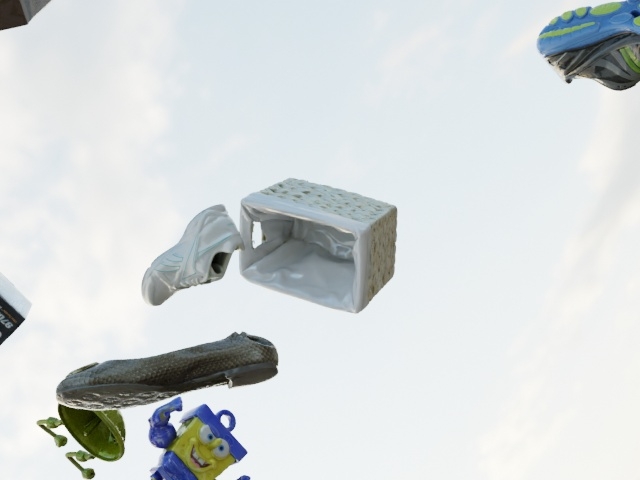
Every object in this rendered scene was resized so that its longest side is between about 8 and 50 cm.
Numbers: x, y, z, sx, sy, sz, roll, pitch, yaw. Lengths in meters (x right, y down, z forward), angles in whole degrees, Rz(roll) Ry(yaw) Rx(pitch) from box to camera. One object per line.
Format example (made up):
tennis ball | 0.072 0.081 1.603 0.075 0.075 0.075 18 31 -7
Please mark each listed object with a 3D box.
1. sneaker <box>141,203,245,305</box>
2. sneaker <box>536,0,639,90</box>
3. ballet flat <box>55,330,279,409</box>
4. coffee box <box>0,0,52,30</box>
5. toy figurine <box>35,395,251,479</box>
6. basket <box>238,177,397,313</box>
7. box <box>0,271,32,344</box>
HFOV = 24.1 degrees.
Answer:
sneaker | -0.142 0.029 1.647 0.152 0.061 0.053 -46 -19 28
sneaker | 0.293 -0.181 1.384 0.078 0.188 0.067 54 -132 -34
ballet flat | -0.170 0.141 1.667 0.249 0.058 0.084 -9 -22 -7
coffee box | -0.352 -0.303 1.626 0.246 0.141 0.098 -71 -33 -62
toy figurine | -0.230 0.322 2.319 0.217 0.362 0.191 -45 9 -32
basket | 0.000 0.000 1.759 0.103 0.167 0.113 -37 -44 -52
box | -0.432 0.043 1.821 0.051 0.175 0.220 -46 9 -4
